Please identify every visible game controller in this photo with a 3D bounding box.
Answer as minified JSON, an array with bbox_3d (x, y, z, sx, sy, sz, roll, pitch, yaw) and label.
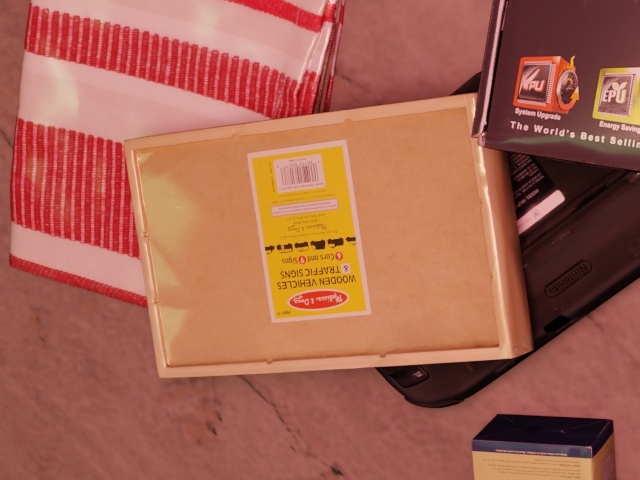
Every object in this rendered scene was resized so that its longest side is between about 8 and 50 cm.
[{"bbox_3d":[0.133,-0.028,1.233,0.319,0.067,0.166,-38,72,27],"label":"game controller"}]

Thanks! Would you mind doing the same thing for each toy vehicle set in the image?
[{"bbox_3d":[0.000,0.000,1.247,0.266,0.035,0.166,-5,95,30],"label":"toy vehicle set"}]

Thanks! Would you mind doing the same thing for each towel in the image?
[{"bbox_3d":[-0.106,-0.105,1.326,0.237,0.037,0.329,16,110,21],"label":"towel"}]

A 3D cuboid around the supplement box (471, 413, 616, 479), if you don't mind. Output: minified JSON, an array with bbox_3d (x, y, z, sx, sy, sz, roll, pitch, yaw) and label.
[{"bbox_3d":[0.149,0.164,1.270,0.083,0.056,0.083,1,104,24],"label":"supplement box"}]

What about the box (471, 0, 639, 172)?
[{"bbox_3d":[0.303,-0.175,1.056,0.394,0.097,0.318,11,94,21],"label":"box"}]
